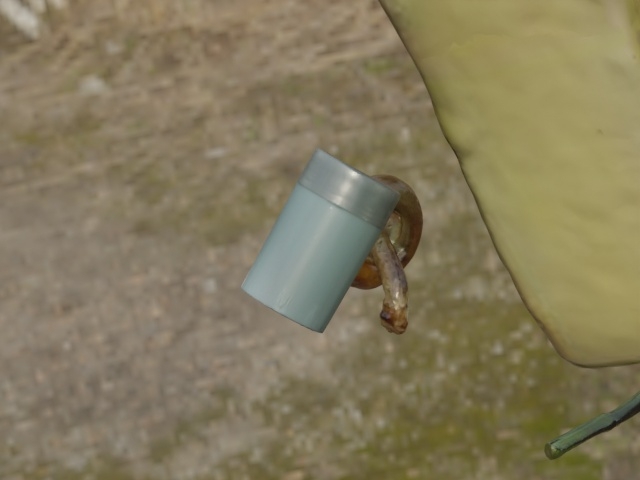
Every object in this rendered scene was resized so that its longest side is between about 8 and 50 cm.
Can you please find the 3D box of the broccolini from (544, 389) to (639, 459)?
[{"bbox_3d":[0.308,0.160,1.903,0.239,0.054,0.051,-26,71,-33],"label":"broccolini"}]

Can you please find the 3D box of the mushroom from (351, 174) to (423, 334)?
[{"bbox_3d":[0.040,0.015,1.552,0.088,0.130,0.073,10,-23,-40],"label":"mushroom"}]

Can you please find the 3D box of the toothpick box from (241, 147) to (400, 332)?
[{"bbox_3d":[0.000,0.000,1.017,0.052,0.083,0.052,29,3,-2],"label":"toothpick box"}]

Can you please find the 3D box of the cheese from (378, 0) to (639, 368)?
[{"bbox_3d":[0.140,-0.174,0.915,0.104,0.384,0.384,-7,21,32],"label":"cheese"}]
